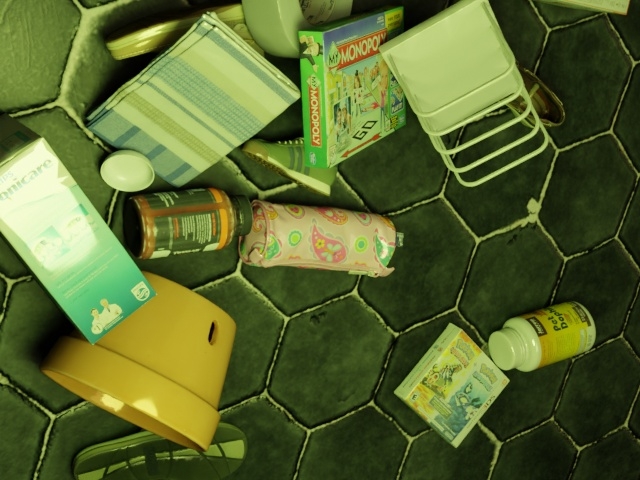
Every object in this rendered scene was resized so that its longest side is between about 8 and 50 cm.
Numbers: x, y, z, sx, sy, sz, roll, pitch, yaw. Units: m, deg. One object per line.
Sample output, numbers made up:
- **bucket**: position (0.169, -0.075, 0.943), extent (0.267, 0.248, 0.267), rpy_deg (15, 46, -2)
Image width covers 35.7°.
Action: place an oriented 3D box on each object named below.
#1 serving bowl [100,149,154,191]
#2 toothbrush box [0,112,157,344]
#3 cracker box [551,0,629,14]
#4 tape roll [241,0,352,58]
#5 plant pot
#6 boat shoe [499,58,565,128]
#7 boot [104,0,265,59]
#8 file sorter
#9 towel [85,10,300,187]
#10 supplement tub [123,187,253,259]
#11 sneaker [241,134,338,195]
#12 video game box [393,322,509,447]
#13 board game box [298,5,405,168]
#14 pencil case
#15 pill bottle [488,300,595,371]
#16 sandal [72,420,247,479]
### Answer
- **serving bowl**: position (-0.303, -0.115, 1.567), extent (0.083, 0.027, 0.083), rpy_deg (-1, 139, -1)
- **toothbrush box**: position (-0.398, -0.020, 1.446), extent (0.126, 0.216, 0.295), rpy_deg (-40, 120, -14)
- **cracker box**: position (0.434, -0.469, 1.826), extent (0.232, 0.156, 0.067), rpy_deg (3, 105, -31)
- **tape roll**: position (-0.033, -0.398, 1.568), extent (0.219, 0.072, 0.219), rpy_deg (-22, 116, -55)
- **plant pot**: position (-0.265, 0.180, 1.569), extent (0.291, 0.291, 0.203), rpy_deg (38, 69, -34)
- **boat shoe**: position (0.375, -0.295, 1.883), extent (0.258, 0.095, 0.095), rpy_deg (27, 91, -34)
- **boot**: position (-0.195, -0.262, 1.563), extent (0.262, 0.095, 0.203), rpy_deg (-21, 117, -26)
- **file sorter**: position (0.257, -0.242, 1.693), extent (0.193, 0.173, 0.278), rpy_deg (-27, 148, 12)
- **towel**: position (-0.196, -0.207, 1.524), extent (0.285, 0.034, 0.209), rpy_deg (-34, 130, 27)
- **supplement tub**: position (-0.212, -0.031, 1.618), extent (0.198, 0.106, 0.106), rpy_deg (-8, 109, -28)
- **sneaker**: position (-0.045, -0.151, 1.708), extent (0.192, 0.064, 0.086), rpy_deg (27, 83, -34)
- **video game box**: position (0.275, 0.301, 2.049), extent (0.187, 0.048, 0.205), rpy_deg (-51, 124, -9)
- **board game box**: position (0.060, -0.261, 1.639), extent (0.317, 0.046, 0.213), rpy_deg (-36, 129, -56)
- **pencil case**: position (0.000, 0.000, 1.743), extent (0.284, 0.124, 0.124), rpy_deg (7, 102, -31)
- **pill bottle**: position (0.463, 0.205, 2.085), extent (0.215, 0.117, 0.117), rpy_deg (-14, 112, -27)
- **sandal**: position (-0.277, 0.360, 1.727), extent (0.303, 0.086, 0.120), rpy_deg (-3, 113, -15)
